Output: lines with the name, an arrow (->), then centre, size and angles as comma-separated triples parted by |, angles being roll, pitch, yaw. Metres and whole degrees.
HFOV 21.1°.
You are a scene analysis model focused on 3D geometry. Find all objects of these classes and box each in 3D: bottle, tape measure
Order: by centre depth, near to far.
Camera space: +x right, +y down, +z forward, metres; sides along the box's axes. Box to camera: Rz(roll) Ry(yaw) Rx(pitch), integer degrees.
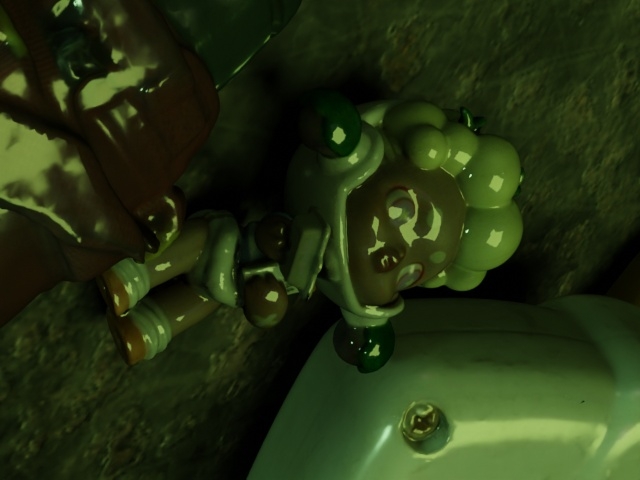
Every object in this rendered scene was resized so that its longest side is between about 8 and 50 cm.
bottle -> -0.118, -0.027, 0.567 | 0.271, 0.143, 0.156 | -40, 143, -15
tape measure -> 0.089, 0.161, 0.910 | 0.265, 0.130, 0.258 | 2, 119, -24

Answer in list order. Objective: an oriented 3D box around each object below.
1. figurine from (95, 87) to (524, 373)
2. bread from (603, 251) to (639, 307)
figurine -> 0.001, 0.000, 0.757 | 0.197, 0.093, 0.147 | -29, 129, -25
bread -> 0.193, 0.106, 1.053 | 0.217, 0.098, 0.147 | -54, 140, 4
